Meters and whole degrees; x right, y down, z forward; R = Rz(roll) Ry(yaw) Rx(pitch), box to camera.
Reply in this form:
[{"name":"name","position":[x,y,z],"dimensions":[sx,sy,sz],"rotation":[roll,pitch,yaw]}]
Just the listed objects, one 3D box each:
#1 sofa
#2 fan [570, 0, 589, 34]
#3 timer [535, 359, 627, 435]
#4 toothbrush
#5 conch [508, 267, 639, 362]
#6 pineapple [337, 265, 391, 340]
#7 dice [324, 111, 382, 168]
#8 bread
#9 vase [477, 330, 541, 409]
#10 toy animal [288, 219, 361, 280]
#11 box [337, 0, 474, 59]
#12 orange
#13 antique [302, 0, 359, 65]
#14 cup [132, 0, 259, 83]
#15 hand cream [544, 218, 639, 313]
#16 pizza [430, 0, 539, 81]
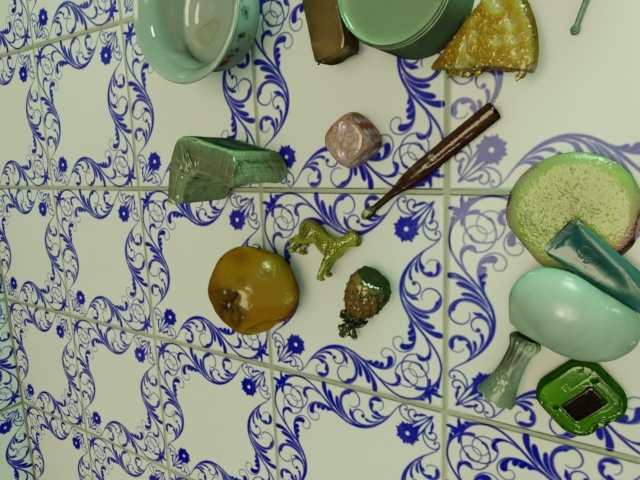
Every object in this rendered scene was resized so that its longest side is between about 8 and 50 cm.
[{"name":"sofa","position":[-0.232,-0.153,1.195],"dimensions":[0.225,0.210,0.176],"rotation":[21,109,27]},{"name":"fan","position":[0.461,-0.445,0.803],"dimensions":[0.038,0.016,0.193],"rotation":[22,111,25]},{"name":"timer","position":[0.495,0.300,0.918],"dimensions":[0.128,0.047,0.140],"rotation":[49,121,14]},{"name":"toothbrush","position":[0.215,-0.153,1.008],"dimensions":[0.364,0.041,0.041],"rotation":[-39,78,32]},{"name":"conch","position":[0.449,0.147,0.874],"dimensions":[0.221,0.121,0.185],"rotation":[28,155,32]},{"name":"pineapple","position":[0.088,0.155,1.123],"dimensions":[0.108,0.108,0.198],"rotation":[39,128,20]},{"name":"dice","position":[0.072,-0.218,1.053],"dimensions":[0.091,0.093,0.094],"rotation":[-44,77,31]},{"name":"bread","position":[0.457,-0.048,0.879],"dimensions":[0.228,0.033,0.229],"rotation":[8,105,30]},{"name":"vase","position":[0.383,0.255,0.965],"dimensions":[0.081,0.081,0.149],"rotation":[28,111,25]},{"name":"toy animal","position":[0.000,0.000,1.169],"dimensions":[0.181,0.073,0.136],"rotation":[41,111,33]},{"name":"box","position":[0.161,-0.471,0.910],"dimensions":[0.226,0.149,0.226],"rotation":[7,103,31]},{"name":"orange","position":[-0.184,0.126,1.235],"dimensions":[0.249,0.183,0.249],"rotation":[8,106,30]},{"name":"antique","position":[0.012,-0.536,1.025],"dimensions":[0.087,0.093,0.310],"rotation":[-10,94,34]},{"name":"cup","position":[-0.280,-0.554,1.167],"dimensions":[0.347,0.163,0.347],"rotation":[7,104,31]},{"name":"hand cream","position":[0.509,0.057,0.840],"dimensions":[0.224,0.048,0.083],"rotation":[38,126,10]},{"name":"pizza","position":[0.302,-0.362,0.899],"dimensions":[0.198,0.062,0.188],"rotation":[-16,79,40]}]
